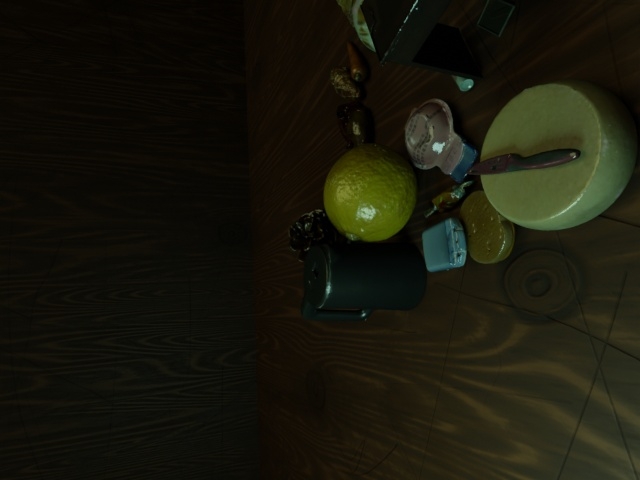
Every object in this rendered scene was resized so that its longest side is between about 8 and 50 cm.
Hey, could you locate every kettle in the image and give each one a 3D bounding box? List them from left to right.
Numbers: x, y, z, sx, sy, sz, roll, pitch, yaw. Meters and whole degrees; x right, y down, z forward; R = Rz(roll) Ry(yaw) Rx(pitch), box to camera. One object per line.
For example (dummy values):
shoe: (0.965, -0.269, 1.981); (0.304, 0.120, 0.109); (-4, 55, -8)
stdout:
kettle: (0.108, 0.114, 1.208); (0.262, 0.307, 0.204); (135, 131, -58)

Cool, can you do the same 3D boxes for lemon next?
lemon: (0.141, -0.136, 1.179); (0.293, 0.292, 0.294); (180, 90, -67)

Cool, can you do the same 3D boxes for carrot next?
carrot: (0.130, -0.663, 1.505); (0.061, 0.061, 0.257); (119, 153, -48)

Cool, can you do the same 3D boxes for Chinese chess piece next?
Chinese chess piece: (0.418, -0.153, 0.752); (0.273, 0.102, 0.274); (-179, 90, -65)

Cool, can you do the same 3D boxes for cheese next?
cheese: (0.299, -0.257, 1.066); (0.286, 0.074, 0.189); (58, 142, 45)

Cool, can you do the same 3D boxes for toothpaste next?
toothpaste: (0.334, -0.456, 1.039); (0.056, 0.036, 0.206); (123, 145, -49)

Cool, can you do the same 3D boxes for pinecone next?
pinecone: (0.000, 0.000, 1.534); (0.243, 0.309, 0.245); (4, 97, 33)

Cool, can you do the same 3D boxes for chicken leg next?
chicken leg: (0.122, -0.395, 1.488); (0.323, 0.082, 0.178); (-118, 27, -51)

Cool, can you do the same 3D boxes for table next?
table: (0.274, -0.503, 0.846); (0.251, 0.281, 0.197); (126, 138, -52)

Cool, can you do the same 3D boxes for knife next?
knife: (0.353, -0.143, 0.751); (0.247, 0.018, 0.036); (-172, 81, -66)

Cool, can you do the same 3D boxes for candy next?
candy: (0.321, -0.101, 1.042); (0.182, 0.053, 0.047); (135, 124, -61)

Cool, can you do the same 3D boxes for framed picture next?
framed picture: (0.394, -0.507, 0.930); (0.089, 0.006, 0.066); (-115, 34, -44)

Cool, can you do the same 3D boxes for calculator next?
calculator: (0.305, 0.015, 1.035); (0.210, 0.039, 0.121); (124, 142, -78)

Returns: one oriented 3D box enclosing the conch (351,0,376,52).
conch: (0.188, -0.647, 1.170); (0.249, 0.196, 0.369); (77, -163, -69)

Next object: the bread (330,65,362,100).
bread: (0.084, -0.587, 1.535); (0.233, 0.075, 0.105); (63, 180, 41)

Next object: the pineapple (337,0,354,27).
pineapple: (0.146, -0.807, 1.385); (0.236, 0.114, 0.186); (30, 117, 60)

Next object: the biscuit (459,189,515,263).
biscuit: (0.373, -0.028, 0.925); (0.170, 0.049, 0.171); (178, 90, -74)
